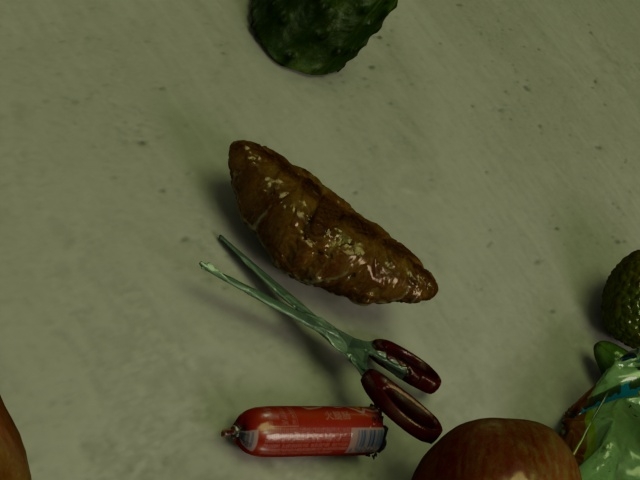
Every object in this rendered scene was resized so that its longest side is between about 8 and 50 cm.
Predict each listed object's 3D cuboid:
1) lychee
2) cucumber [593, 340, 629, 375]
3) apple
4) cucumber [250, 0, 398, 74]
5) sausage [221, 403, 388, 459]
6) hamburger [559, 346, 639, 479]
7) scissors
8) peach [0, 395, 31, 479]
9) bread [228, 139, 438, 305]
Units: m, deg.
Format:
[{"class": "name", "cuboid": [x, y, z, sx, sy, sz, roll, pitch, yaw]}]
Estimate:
[{"class": "lychee", "cuboid": [0.376, 0.064, 1.235, 0.146, 0.114, 0.114, -32, 80, -29]}, {"class": "cucumber", "cuboid": [0.386, 0.197, 1.177, 0.250, 0.056, 0.056, 39, 42, -4]}, {"class": "apple", "cuboid": [0.143, 0.214, 0.892, 0.146, 0.146, 0.131, 31, 46, -16]}, {"class": "cucumber", "cuboid": [0.035, -0.282, 1.138, 0.134, 0.244, 0.134, 20, 54, -29]}, {"class": "sausage", "cuboid": [-0.016, 0.155, 0.891, 0.145, 0.050, 0.048, 5, 87, -31]}, {"class": "hamburger", "cuboid": [0.347, 0.250, 1.032, 0.276, 0.150, 0.260, 51, 43, 5]}, {"class": "scissors", "cuboid": [0.005, 0.078, 0.957, 0.248, 0.017, 0.144, 36, 17, -5]}, {"class": "peach", "cuboid": [-0.258, 0.161, 0.587, 0.214, 0.214, 0.235, -26, 94, -47]}, {"class": "bread", "cuboid": [0.000, 0.000, 1.001, 0.233, 0.076, 0.105, 34, 23, -6]}]
